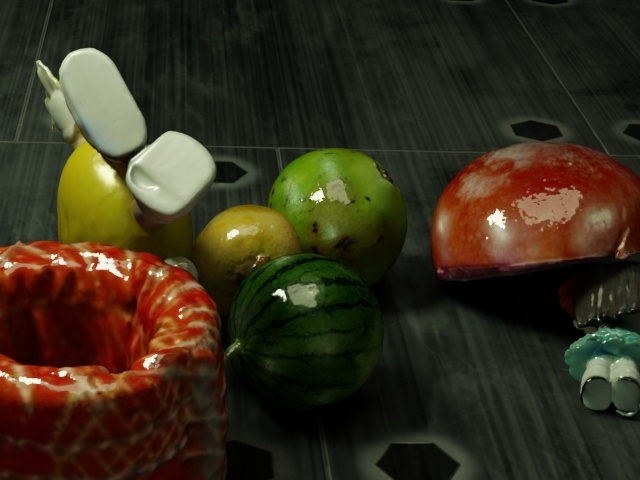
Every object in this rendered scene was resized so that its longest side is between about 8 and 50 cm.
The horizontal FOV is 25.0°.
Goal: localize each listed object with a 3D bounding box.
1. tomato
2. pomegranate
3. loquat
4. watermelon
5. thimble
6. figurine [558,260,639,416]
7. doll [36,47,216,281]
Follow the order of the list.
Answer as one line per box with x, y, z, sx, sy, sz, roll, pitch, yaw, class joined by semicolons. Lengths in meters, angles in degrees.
0.313;-0.048;1.951;0.335;0.176;0.289;-7;3;-11;tomato
0.005;-0.012;1.933;0.241;0.190;0.159;-4;35;-17;pomegranate
-0.095;0.026;1.832;0.163;0.137;0.163;-35;18;13;loquat
-0.030;0.108;1.689;0.214;0.188;0.188;-6;28;-32;watermelon
-0.263;0.158;1.515;0.350;0.231;0.350;2;28;-1;thimble
0.363;0.117;1.821;0.138;0.110;0.245;1;33;14;figurine
-0.239;-0.057;1.698;0.161;0.348;0.423;-25;13;-20;doll
